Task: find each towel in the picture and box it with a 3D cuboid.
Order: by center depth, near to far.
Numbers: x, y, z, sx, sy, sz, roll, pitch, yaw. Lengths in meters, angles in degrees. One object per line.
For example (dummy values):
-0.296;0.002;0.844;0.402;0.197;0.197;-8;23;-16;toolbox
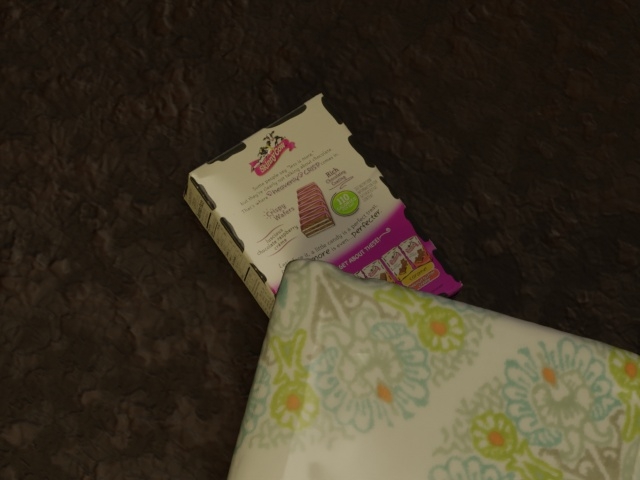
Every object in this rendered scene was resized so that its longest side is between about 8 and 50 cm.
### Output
0.110;0.214;1.348;0.374;0.090;0.320;16;68;-5;towel

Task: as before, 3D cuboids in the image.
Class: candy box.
0.000;0.000;1.476;0.159;0.071;0.233;-32;80;-18;candy box
